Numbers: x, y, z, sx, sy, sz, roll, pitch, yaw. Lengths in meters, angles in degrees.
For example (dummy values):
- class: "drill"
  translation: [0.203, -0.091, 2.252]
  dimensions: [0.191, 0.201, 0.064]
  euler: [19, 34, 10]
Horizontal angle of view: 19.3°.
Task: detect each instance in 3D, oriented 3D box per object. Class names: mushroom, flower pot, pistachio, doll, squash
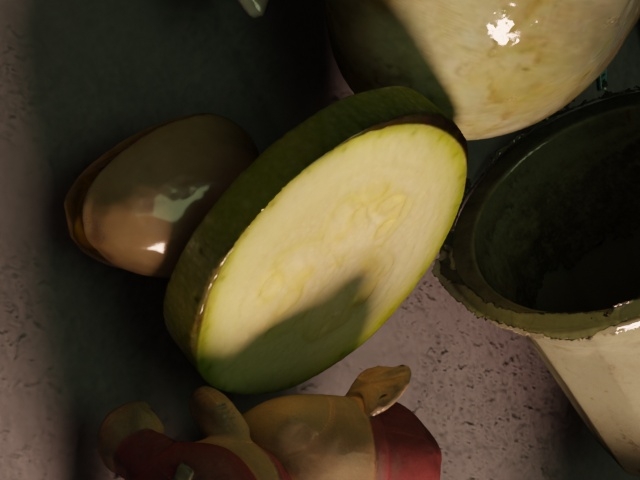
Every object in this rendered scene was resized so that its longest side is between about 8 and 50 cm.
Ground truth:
- class: "mushroom"
  translation: [0.134, -0.245, 1.413]
  dimensions: [0.352, 0.260, 0.352]
  euler: [-55, 164, -25]
- class: "flower pot"
  translation: [0.268, 0.047, 1.540]
  dimensions: [0.290, 0.290, 0.259]
  euler: [-55, 133, -29]
- class: "pistachio"
  translation: [-0.105, -0.029, 1.301]
  dimensions: [0.149, 0.113, 0.113]
  euler: [-14, 96, -37]
- class: "doll"
  translation: [-0.037, 0.185, 1.319]
  dimensions: [0.255, 0.196, 0.152]
  euler: [-9, 56, -36]
- class: "squash"
  translation: [0.000, 0.000, 1.325]
  dimensions: [0.252, 0.049, 0.252]
  euler: [-32, 148, -23]

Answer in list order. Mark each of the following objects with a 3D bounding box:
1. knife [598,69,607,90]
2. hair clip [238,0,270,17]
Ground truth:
- class: "knife"
  translation: [0.252, -0.178, 1.680]
  dimensions: [0.014, 0.005, 0.091]
  euler: [8, 82, -41]
- class: "hair clip"
  translation: [-0.083, -0.318, 1.348]
  dimensions: [0.172, 0.113, 0.282]
  euler: [30, 74, -35]
